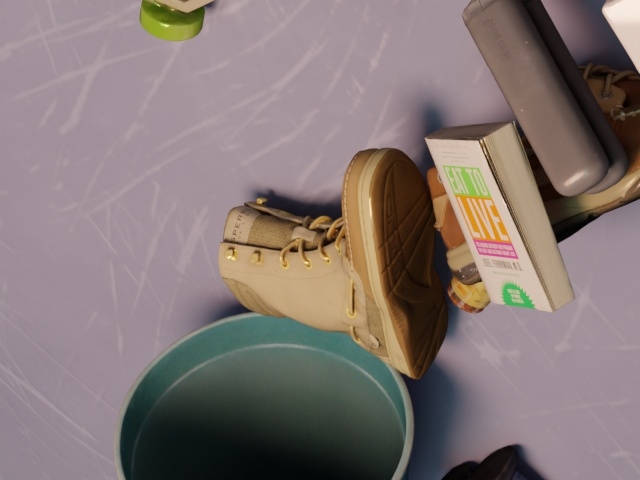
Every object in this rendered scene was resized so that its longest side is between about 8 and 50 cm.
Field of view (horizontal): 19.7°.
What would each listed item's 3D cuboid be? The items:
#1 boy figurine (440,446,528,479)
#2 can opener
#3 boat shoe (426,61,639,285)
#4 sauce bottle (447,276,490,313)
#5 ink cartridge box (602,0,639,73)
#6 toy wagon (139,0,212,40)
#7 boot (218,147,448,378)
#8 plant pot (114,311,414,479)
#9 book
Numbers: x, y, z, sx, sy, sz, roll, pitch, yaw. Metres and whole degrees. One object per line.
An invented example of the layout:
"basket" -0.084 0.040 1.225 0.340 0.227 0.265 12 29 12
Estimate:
"boy figurine" 0.216 0.336 1.776 0.177 0.092 0.285 -26 105 36
"can opener" 0.159 -0.173 1.369 0.095 0.076 0.283 -34 75 29
"boat shoe" 0.211 -0.078 1.450 0.324 0.122 0.120 -30 84 31
"sauce bottle" 0.157 0.009 1.595 0.042 0.042 0.128 35 123 1
"ink cartridge box" 0.349 -0.169 1.205 0.197 0.270 0.198 -21 112 39
"toy wagon" -0.120 -0.293 1.505 0.344 0.068 0.267 23 131 11
"boot" 0.000 0.000 1.610 0.203 0.095 0.262 20 149 27
"plant pot" -0.039 0.251 1.747 0.271 0.272 0.255 14 143 19
"book" 0.136 -0.018 1.408 0.096 0.035 0.144 5 121 65
